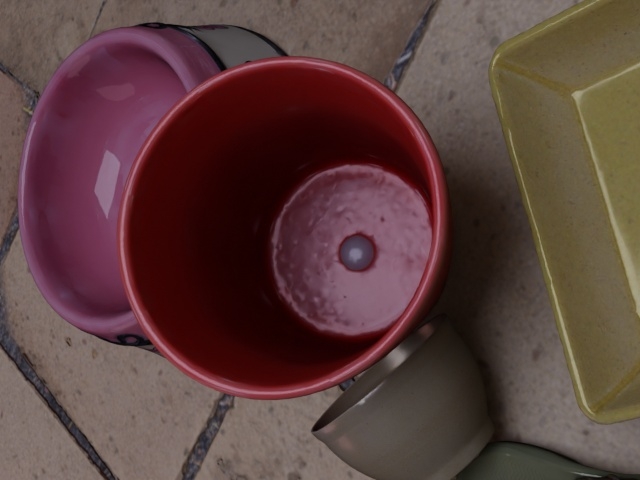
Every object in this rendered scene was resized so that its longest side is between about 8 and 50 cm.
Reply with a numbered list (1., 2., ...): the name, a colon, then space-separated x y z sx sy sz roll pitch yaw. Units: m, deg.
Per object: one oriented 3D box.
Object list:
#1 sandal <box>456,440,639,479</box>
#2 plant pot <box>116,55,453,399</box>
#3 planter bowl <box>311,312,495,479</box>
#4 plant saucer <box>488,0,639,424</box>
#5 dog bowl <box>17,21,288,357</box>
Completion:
1. sandal: 0.230 0.235 0.794 0.303 0.086 0.120 1 86 40
2. plant pot: 0.000 0.000 0.875 0.275 0.243 0.274 -2 83 18
3. planter bowl: 0.086 0.159 0.892 0.162 0.162 0.109 -42 88 30
4. plant saucer: 0.320 -0.058 0.751 0.333 0.081 0.332 -24 70 36
5. dog bowl: -0.192 -0.062 1.137 0.408 0.150 0.407 -4 83 39
